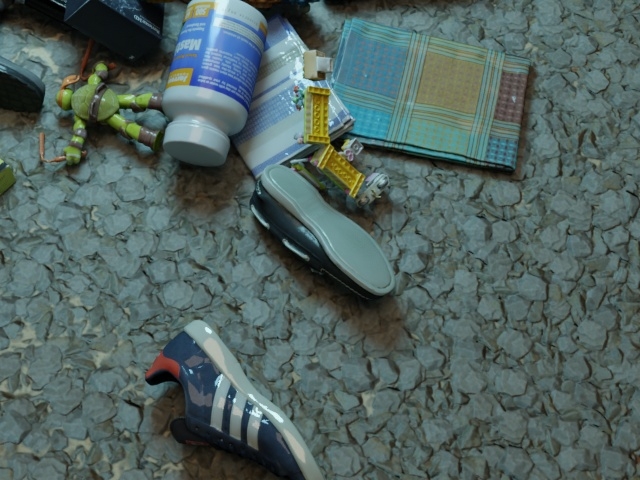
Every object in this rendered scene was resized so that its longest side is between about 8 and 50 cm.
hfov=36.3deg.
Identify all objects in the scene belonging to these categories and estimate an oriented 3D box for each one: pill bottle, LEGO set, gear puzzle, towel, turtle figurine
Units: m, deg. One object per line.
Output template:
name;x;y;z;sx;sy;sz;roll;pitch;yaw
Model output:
pill bottle;-0.191;-0.275;1.708;0.152;0.152;0.272;11;74;2
LEGO set;-0.002;-0.176;1.675;0.132;0.107;0.287;-40;112;-31
gear puzzle;-0.172;-0.444;1.793;0.339;0.044;0.175;-6;19;-26
towel;-0.088;-0.262;1.777;0.209;0.034;0.285;-32;67;2
towel;0.197;-0.274;1.818;0.370;0.040;0.271;12;65;3
turtle figurine;-0.381;-0.248;1.745;0.217;0.087;0.269;13;64;3

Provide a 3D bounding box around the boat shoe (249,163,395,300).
boat shoe;0.000;0.000;1.647;0.114;0.091;0.302;-19;60;-47

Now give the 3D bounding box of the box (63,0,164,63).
box;-0.372;-0.438;1.785;0.156;0.093;0.158;28;47;-39

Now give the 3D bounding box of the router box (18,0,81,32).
router box;-0.499;-0.483;1.841;0.179;0.046;0.133;27;49;-4

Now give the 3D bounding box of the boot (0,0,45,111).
boot;-0.620;-0.386;1.792;0.338;0.118;0.223;25;57;2

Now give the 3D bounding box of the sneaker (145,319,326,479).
sneaker;-0.134;0.290;1.483;0.148;0.131;0.350;-39;66;-12

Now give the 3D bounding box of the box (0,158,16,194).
box;-0.647;-0.154;1.701;0.232;0.058;0.087;35;67;13
